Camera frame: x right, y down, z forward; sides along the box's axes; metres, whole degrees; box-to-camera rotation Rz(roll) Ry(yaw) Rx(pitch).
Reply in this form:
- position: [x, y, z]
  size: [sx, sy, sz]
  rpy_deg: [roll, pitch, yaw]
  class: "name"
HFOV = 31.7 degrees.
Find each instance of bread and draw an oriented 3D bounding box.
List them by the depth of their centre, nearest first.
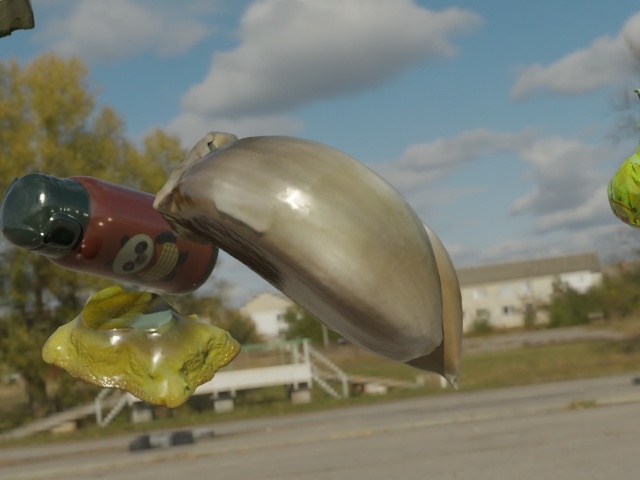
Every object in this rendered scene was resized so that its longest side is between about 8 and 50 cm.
- position: [-0.235, 0.127, 1.444]
  size: [0.233, 0.088, 0.161]
  rpy_deg: [10, 23, 27]
  class: "bread"

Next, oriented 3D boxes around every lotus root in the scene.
- position: [-0.635, -0.421, 2.020]
  size: [0.235, 0.138, 0.119]
  rpy_deg: [-27, -25, -30]
  class: "lotus root"

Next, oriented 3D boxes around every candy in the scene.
- position: [0.341, -0.138, 1.168]
  size: [0.077, 0.262, 0.073]
  rpy_deg: [-2, 14, 2]
  class: "candy"

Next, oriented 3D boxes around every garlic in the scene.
- position: [-0.001, 0.001, 0.992]
  size: [0.325, 0.132, 0.279]
  rpy_deg: [27, -5, 13]
  class: "garlic"

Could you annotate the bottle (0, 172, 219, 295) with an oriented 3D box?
- position: [-0.304, -0.012, 1.615]
  size: [0.144, 0.144, 0.336]
  rpy_deg: [-11, -16, 36]
  class: "bottle"
